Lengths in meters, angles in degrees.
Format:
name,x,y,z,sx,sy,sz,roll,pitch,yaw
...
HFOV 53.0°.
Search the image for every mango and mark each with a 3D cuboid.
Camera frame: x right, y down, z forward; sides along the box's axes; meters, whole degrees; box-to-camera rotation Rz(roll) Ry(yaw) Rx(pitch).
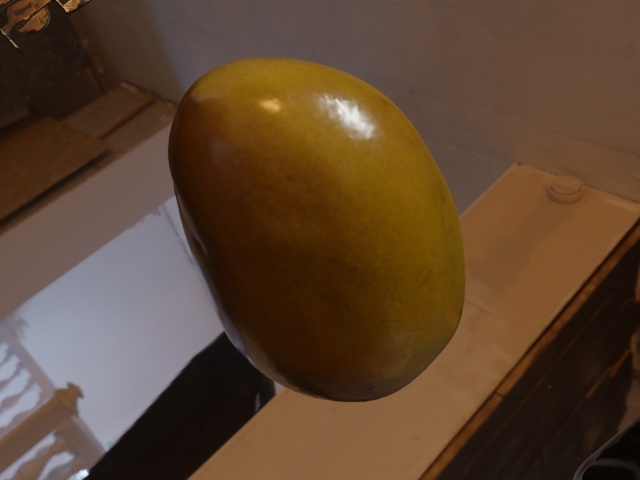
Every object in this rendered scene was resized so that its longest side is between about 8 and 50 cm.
name,x,y,z,sx,sy,sz,roll,pitch,yaw
mango,0.000,0.000,0.710,0.300,0.232,0.446,-14,-53,17

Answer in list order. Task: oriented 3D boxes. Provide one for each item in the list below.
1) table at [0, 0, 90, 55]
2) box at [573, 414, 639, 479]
name,x,y,z,sx,sy,sz,roll,pitch,yaw
table,-0.408,-0.355,0.885,0.175,0.146,0.062,46,-12,-2
box,0.299,0.170,0.382,0.073,0.289,0.290,39,20,-10
